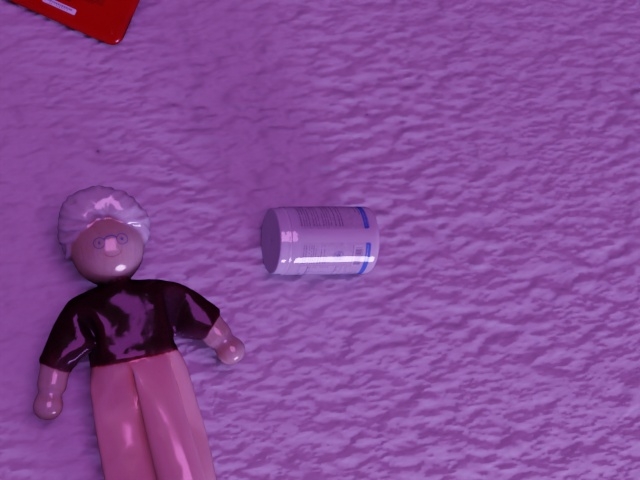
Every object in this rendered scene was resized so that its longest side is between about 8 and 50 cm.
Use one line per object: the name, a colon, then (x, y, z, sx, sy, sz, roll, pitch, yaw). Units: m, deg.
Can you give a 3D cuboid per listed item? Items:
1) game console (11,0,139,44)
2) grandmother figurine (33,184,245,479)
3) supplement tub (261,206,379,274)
game console: (-0.250, -0.286, 1.600, 0.144, 0.085, 0.124, 23, 100, -11)
grandmother figurine: (-0.171, 0.112, 1.469, 0.208, 0.104, 0.342, -12, 82, -31)
supplement tub: (0.000, 0.000, 1.573, 0.107, 0.071, 0.071, 0, 75, -19)
